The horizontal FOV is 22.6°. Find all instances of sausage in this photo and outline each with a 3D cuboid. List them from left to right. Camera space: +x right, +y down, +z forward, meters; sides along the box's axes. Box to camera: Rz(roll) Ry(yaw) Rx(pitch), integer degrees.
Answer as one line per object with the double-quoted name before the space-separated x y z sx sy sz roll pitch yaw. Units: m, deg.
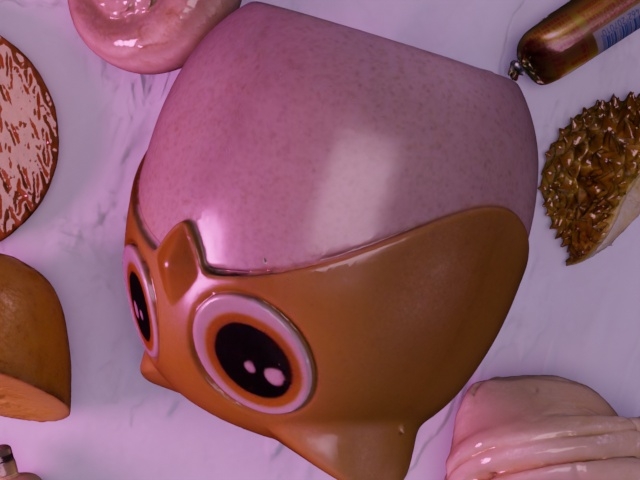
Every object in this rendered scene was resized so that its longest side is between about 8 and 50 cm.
"sausage" 0.370 -0.285 1.840 0.371 0.082 0.082 -34 98 -5

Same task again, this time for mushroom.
"mushroom" -0.192 -0.284 1.668 0.215 0.207 0.207 22 89 -51

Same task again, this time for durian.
"durian" 0.350 -0.090 1.850 0.252 0.144 0.139 -48 137 -11

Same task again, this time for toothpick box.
"toothpick box" 0.000 0.000 1.622 0.408 0.409 0.425 15 97 -10

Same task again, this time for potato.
"potato" -0.348 0.093 1.708 0.203 0.178 0.158 14 68 2

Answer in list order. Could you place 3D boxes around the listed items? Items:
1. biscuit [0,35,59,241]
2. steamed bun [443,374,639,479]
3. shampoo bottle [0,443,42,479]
"biscuit" -0.412 -0.113 1.736 0.261 0.037 0.262 0 93 -9
"steamed bun" 0.282 0.292 1.791 0.275 0.203 0.289 -7 93 -9
"shampoo bottle" -0.334 0.302 1.751 0.079 0.079 0.162 -13 95 -9
